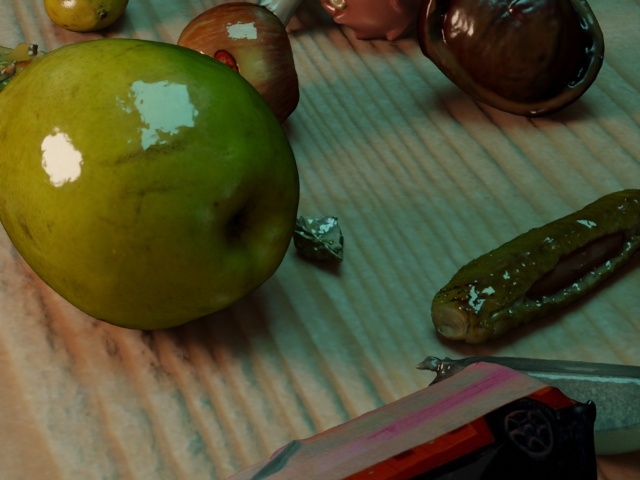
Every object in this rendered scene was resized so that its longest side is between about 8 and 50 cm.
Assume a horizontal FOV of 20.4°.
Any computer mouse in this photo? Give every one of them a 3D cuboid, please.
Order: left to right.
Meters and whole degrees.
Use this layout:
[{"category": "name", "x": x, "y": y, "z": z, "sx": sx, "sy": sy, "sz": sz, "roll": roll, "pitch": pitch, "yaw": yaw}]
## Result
[{"category": "computer mouse", "x": 0.185, "y": 0.131, "z": 1.391, "sx": 0.229, "sy": 0.068, "sz": 0.113, "roll": 3, "pitch": 2, "yaw": 14}]

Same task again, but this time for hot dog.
[{"category": "hot dog", "x": 0.211, "y": 0.015, "z": 1.606, "sx": 0.083, "sy": 0.068, "sz": 0.289, "roll": 18, "pitch": 35, "yaw": 42}]

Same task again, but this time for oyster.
[{"category": "oyster", "x": -0.003, "y": -0.001, "z": 1.676, "sx": 0.051, "sy": 0.034, "sz": 0.093, "roll": 15, "pitch": 18, "yaw": -3}]

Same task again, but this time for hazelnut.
[{"category": "hazelnut", "x": 0.199, "y": -0.227, "z": 1.925, "sx": 0.201, "sy": 0.170, "sz": 0.160, "roll": 25, "pitch": -16, "yaw": -29}]

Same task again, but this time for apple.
[{"category": "apple", "x": -0.092, "y": -0.180, "z": 1.892, "sx": 0.131, "sy": 0.146, "sz": 0.146, "roll": -12, "pitch": 30, "yaw": 0}]

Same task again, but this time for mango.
[{"category": "mango", "x": -0.284, "y": -0.303, "z": 2.181, "sx": 0.103, "sy": 0.076, "sz": 0.161, "roll": -8, "pitch": 21, "yaw": 1}]

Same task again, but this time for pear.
[{"category": "pear", "x": -0.162, "y": -0.053, "z": 1.566, "sx": 0.253, "sy": 0.253, "sz": 0.307, "roll": -27, "pitch": 30, "yaw": -38}]

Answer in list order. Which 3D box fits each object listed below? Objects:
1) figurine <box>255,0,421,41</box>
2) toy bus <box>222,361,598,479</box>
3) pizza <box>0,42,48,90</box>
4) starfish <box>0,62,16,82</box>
[{"category": "figurine", "x": 0.039, "y": -0.326, "z": 2.121, "sx": 0.387, "sy": 0.166, "sz": 0.207, "roll": 12, "pitch": 48, "yaw": 27}, {"category": "toy bus", "x": 0.053, "y": 0.195, "z": 1.234, "sx": 0.302, "sy": 0.127, "sz": 0.147, "roll": -20, "pitch": 29, "yaw": -27}, {"category": "pizza", "x": -0.369, "y": -0.165, "z": 1.929, "sx": 0.323, "sy": 0.089, "sz": 0.223, "roll": 18, "pitch": 31, "yaw": 31}, {"category": "starfish", "x": -0.438, "y": -0.083, "z": 1.780, "sx": 0.231, "sy": 0.048, "sz": 0.295, "roll": 8, "pitch": 52, "yaw": 34}]
